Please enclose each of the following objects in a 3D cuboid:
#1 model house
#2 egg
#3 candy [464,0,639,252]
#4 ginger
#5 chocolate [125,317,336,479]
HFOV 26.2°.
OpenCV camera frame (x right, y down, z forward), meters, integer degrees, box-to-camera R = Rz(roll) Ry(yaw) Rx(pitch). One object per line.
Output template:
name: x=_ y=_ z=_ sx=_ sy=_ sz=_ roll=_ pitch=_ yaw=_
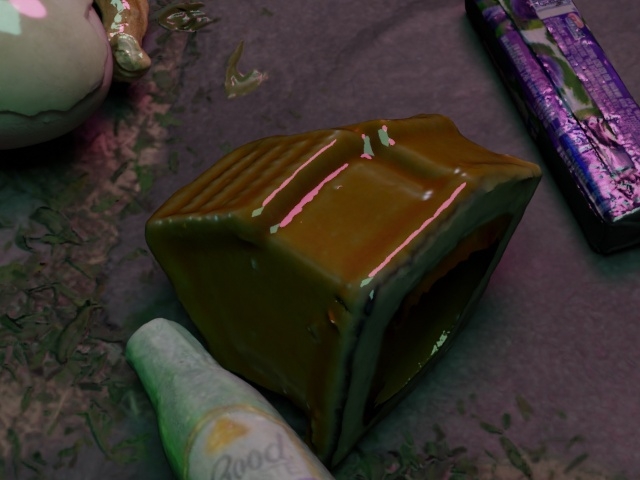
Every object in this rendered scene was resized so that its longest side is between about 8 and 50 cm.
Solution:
model house: x=0.007 y=-0.002 z=1.089 sx=0.239 sy=0.173 sz=0.268 roll=32 pitch=57 yaw=28
egg: x=-0.278 y=-0.165 z=1.178 sx=0.217 sy=0.183 sz=0.183 roll=26 pitch=61 yaw=25
candy: x=0.220 y=-0.131 z=1.218 sx=0.088 sy=0.061 sz=0.312 roll=-17 pitch=57 yaw=-9
ginger: x=-0.212 y=-0.247 z=1.298 sx=0.089 sy=0.075 sz=0.288 roll=1 pitch=49 yaw=-25
chocolate: x=-0.057 y=0.166 z=1.001 sx=0.110 sy=0.110 sz=0.291 roll=-28 pitch=50 yaw=-16
